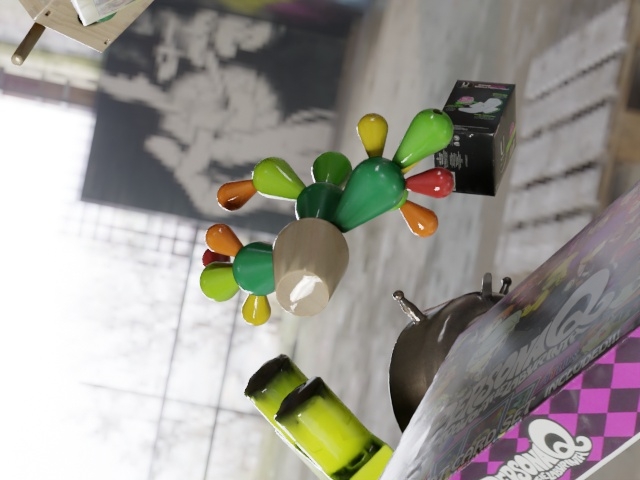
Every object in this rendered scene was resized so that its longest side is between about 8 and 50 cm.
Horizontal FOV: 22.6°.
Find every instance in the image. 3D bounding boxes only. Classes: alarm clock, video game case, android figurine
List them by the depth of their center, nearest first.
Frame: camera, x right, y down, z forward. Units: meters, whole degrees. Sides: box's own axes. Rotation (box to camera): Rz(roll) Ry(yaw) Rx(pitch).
[{"bbox_3d":[0.118,0.043,0.716,0.232,0.042,0.210,-45,4,35],"label":"video game case"},{"bbox_3d":[0.119,0.119,1.108,0.064,0.129,0.192,-23,77,53],"label":"alarm clock"},{"bbox_3d":[0.061,0.193,1.125,0.056,0.273,0.248,-45,15,-8],"label":"android figurine"}]

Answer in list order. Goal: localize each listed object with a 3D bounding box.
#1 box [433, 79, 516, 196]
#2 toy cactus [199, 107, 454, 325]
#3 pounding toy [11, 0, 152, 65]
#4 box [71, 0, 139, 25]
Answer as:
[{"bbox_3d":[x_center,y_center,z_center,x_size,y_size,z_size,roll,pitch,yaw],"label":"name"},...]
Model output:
[{"bbox_3d":[0.126,-0.084,1.300,0.083,0.052,0.062,-61,-28,-50],"label":"box"},{"bbox_3d":[0.000,0.000,1.066,0.112,0.219,0.180,59,-160,-21],"label":"toy cactus"},{"bbox_3d":[-0.225,-0.216,1.359,0.100,0.141,0.130,-43,-22,13],"label":"pounding toy"},{"bbox_3d":[-0.121,-0.171,0.829,0.087,0.058,0.232,64,176,-5],"label":"box"}]
